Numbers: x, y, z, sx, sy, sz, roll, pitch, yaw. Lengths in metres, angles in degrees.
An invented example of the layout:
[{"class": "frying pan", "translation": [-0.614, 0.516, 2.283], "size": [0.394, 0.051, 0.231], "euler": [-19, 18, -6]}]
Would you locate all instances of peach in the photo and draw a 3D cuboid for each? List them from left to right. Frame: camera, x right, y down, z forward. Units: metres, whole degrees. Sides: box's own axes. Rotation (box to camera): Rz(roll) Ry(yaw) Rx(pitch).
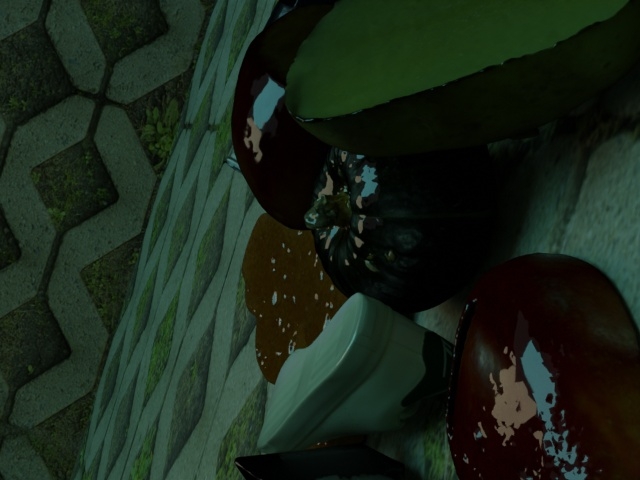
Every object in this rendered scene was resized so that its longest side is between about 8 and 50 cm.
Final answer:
[{"class": "peach", "translation": [0.130, 0.111, 0.680], "size": [0.279, 0.068, 0.189], "euler": [-107, 35, -62]}]

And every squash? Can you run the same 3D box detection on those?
[{"class": "squash", "translation": [0.067, -0.030, 0.881], "size": [0.193, 0.155, 0.193], "euler": [2, -90, -87]}]

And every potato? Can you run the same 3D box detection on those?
[{"class": "potato", "translation": [0.117, -0.129, 0.753], "size": [0.271, 0.111, 0.160], "euler": [-18, 41, 18]}]

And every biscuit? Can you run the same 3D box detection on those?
[{"class": "biscuit", "translation": [-0.008, 0.080, 1.108], "size": [0.334, 0.047, 0.202], "euler": [52, 127, 53]}]

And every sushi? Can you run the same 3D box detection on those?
[{"class": "sushi", "translation": [0.046, 0.244, 0.778], "size": [0.273, 0.134, 0.109], "euler": [15, 103, 58]}]

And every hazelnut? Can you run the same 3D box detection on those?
[{"class": "hazelnut", "translation": [0.003, -0.115, 1.050], "size": [0.229, 0.229, 0.229], "euler": [-163, 90, -74]}]

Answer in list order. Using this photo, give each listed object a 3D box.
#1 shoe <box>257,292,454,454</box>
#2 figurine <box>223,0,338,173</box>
[{"class": "shoe", "translation": [0.027, 0.139, 0.909], "size": [0.265, 0.110, 0.095], "euler": [126, 162, -57]}, {"class": "figurine", "translation": [-0.029, -0.212, 1.398], "size": [0.308, 0.143, 0.309], "euler": [-167, 90, -73]}]
